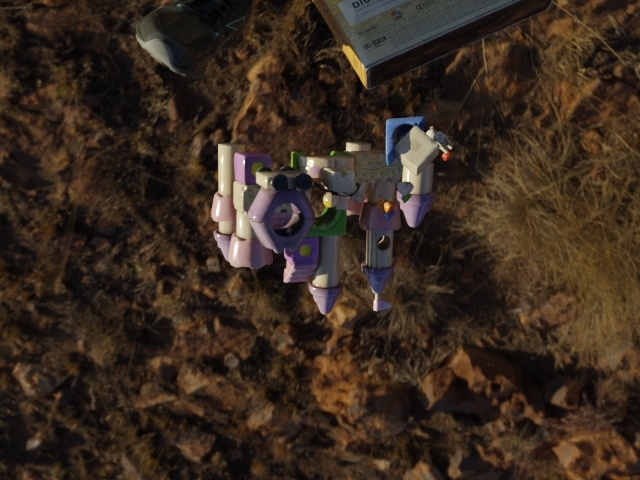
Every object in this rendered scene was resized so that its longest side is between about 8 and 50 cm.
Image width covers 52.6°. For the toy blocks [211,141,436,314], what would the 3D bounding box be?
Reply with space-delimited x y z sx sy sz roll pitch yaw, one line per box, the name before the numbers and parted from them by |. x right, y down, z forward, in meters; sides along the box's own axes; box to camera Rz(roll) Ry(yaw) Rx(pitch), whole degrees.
toy blocks | 0.000 0.000 0.963 0.289 0.309 0.259 -3 106 -22

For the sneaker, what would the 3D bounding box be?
sneaker | -0.151 -0.295 0.836 0.101 0.267 0.106 38 120 -12

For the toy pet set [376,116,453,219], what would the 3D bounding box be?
toy pet set | 0.100 -0.100 0.790 0.065 0.114 0.122 44 87 13

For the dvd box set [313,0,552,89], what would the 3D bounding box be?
dvd box set | 0.106 -0.456 0.971 0.308 0.062 0.420 -26 71 -7
